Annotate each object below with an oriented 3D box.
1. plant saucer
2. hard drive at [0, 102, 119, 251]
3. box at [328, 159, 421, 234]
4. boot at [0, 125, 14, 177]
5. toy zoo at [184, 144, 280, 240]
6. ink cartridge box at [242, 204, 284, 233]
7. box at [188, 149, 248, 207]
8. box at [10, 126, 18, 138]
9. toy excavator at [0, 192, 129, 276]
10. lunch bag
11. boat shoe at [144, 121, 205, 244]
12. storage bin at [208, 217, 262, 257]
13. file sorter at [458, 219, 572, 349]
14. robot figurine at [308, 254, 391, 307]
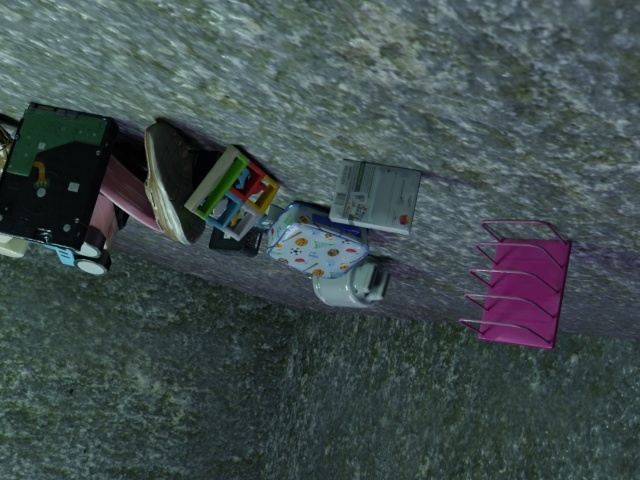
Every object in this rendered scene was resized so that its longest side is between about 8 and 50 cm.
[{"bbox_3d":[-0.523,-0.155,1.777,0.332,0.084,0.332,42,-178,-2],"label":"plant saucer"},{"bbox_3d":[-0.660,-0.158,1.586,0.237,0.339,0.064,11,169,7],"label":"hard drive"},{"bbox_3d":[0.126,-0.100,1.467,0.186,0.145,0.038,10,169,13],"label":"box"},{"bbox_3d":[-0.879,-0.253,1.785,0.305,0.112,0.115,39,152,-8],"label":"boot"},{"bbox_3d":[-0.213,-0.110,1.685,0.030,0.192,0.293,37,180,28],"label":"toy zoo"},{"bbox_3d":[-0.083,-0.032,2.158,0.333,0.065,0.165,21,165,-33],"label":"ink cartridge box"},{"bbox_3d":[-0.326,-0.165,1.732,0.207,0.108,0.153,7,165,29],"label":"box"},{"bbox_3d":[-0.750,-0.255,1.763,0.137,0.072,0.126,35,173,15],"label":"box"},{"bbox_3d":[-0.840,-0.046,1.979,0.445,0.222,0.433,14,153,-4],"label":"toy excavator"},{"bbox_3d":[0.000,0.000,1.998,0.303,0.115,0.243,17,140,-22],"label":"lunch bag"},{"bbox_3d":[-0.386,-0.135,1.593,0.116,0.123,0.324,9,122,29],"label":"boat shoe"},{"bbox_3d":[-0.309,-0.010,2.345,0.180,0.122,0.084,3,164,37],"label":"storage bin"},{"bbox_3d":[0.497,0.106,1.657,0.202,0.290,0.182,2,160,41],"label":"file sorter"},{"bbox_3d":[0.106,0.155,2.450,0.300,0.200,0.353,33,158,-31],"label":"robot figurine"}]
